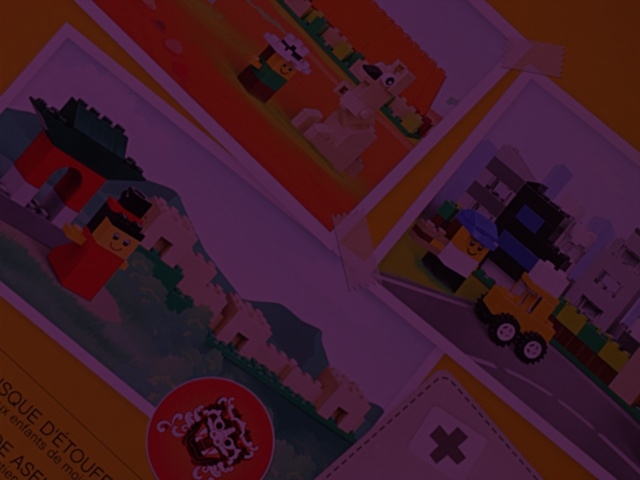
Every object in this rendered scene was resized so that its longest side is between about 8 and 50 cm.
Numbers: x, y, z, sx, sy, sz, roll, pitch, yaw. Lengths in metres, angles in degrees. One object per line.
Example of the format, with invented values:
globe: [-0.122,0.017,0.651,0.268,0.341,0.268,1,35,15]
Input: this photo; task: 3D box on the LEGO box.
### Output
LEGO box: [0.000,0.000,0.615,0.500,0.372,0.193,43,172,3]
